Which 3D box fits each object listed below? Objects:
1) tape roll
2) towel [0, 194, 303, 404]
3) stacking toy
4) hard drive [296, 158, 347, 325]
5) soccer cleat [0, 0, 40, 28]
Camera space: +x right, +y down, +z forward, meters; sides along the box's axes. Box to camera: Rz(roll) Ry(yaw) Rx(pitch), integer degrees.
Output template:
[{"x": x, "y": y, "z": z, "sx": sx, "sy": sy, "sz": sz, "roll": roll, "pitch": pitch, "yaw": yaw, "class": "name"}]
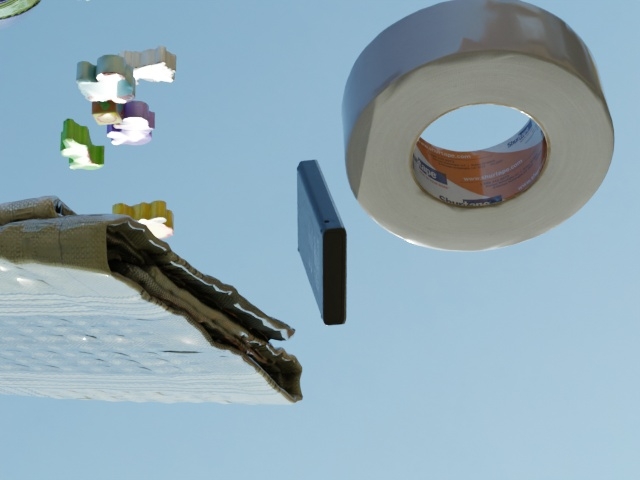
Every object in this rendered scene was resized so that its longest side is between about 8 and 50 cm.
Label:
[{"x": 0.127, "y": -0.092, "z": 1.374, "sx": 0.219, "sy": 0.219, "sz": 0.072, "roll": 44, "pitch": -150, "yaw": -37, "class": "tape roll"}, {"x": -0.190, "y": 0.029, "z": 0.848, "sx": 0.312, "sy": 0.324, "sz": 0.056, "roll": 49, "pitch": -136, "yaw": -68, "class": "towel"}, {"x": -0.165, "y": -0.115, "z": 1.393, "sx": 0.221, "sy": 0.052, "sz": 0.167, "roll": 65, "pitch": -159, "yaw": -67, "class": "stacking toy"}, {"x": 0.000, "y": 0.000, "z": 1.463, "sx": 0.022, "sy": 0.135, "sz": 0.094, "roll": -5, "pitch": -61, "yaw": -9, "class": "hard drive"}, {"x": -0.335, "y": -0.214, "z": 1.184, "sx": 0.289, "sy": 0.121, "sz": 0.093, "roll": 8, "pitch": -100, "yaw": -17, "class": "soccer cleat"}]
